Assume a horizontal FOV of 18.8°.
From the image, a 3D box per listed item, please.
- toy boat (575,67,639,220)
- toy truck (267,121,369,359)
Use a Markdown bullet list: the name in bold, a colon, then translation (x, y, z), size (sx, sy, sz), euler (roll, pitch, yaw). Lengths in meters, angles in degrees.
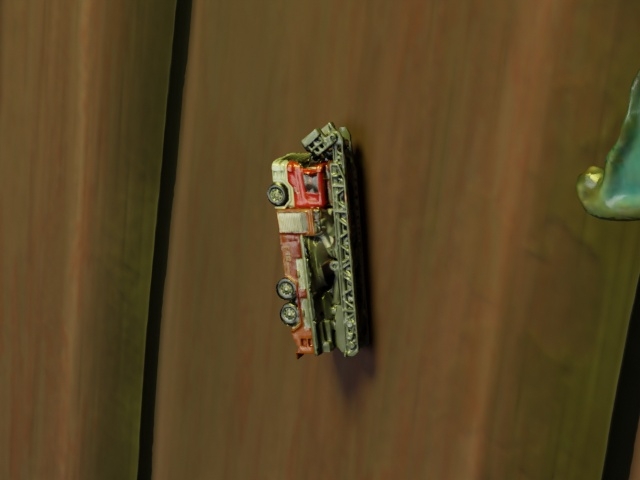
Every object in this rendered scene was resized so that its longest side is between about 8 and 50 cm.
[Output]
- **toy boat**: translation (0.098, -0.094, 0.482), size (0.077, 0.075, 0.185), euler (18, 112, 39)
- **toy truck**: translation (0.000, 0.000, 0.679), size (0.032, 0.024, 0.083), euler (1, 104, 29)
